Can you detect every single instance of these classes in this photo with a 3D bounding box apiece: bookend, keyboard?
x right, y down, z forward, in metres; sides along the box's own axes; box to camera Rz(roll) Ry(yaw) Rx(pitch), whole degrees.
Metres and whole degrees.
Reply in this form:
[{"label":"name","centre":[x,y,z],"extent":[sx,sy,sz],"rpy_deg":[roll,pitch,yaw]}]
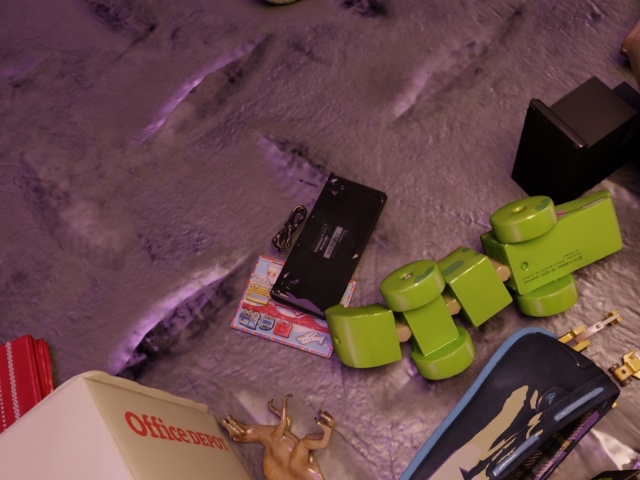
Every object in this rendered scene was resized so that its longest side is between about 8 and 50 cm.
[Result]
[{"label":"bookend","centre":[0.301,-0.126,0.664],"extent":[0.156,0.157,0.072],"rpy_deg":[-35,66,-5]},{"label":"keyboard","centre":[0.000,0.000,0.733],"extent":[0.108,0.023,0.180],"rpy_deg":[21,66,12]}]

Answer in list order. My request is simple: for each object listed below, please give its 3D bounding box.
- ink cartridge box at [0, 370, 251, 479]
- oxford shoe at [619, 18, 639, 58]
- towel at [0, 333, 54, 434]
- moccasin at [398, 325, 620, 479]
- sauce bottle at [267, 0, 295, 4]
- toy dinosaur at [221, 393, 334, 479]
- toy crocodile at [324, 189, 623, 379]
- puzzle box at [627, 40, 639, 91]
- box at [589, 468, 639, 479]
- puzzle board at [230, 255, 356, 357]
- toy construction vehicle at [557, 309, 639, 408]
[{"label":"ink cartridge box","centre":[-0.099,0.322,0.480],"extent":[0.160,0.279,0.385],"rpy_deg":[-37,65,-4]},{"label":"oxford shoe","centre":[0.480,-0.366,0.755],"extent":[0.132,0.130,0.364],"rpy_deg":[19,71,24]},{"label":"towel","centre":[-0.434,0.247,0.710],"extent":[0.274,0.031,0.199],"rpy_deg":[-23,67,2]},{"label":"moccasin","centre":[0.144,0.231,0.540],"extent":[0.117,0.138,0.342],"rpy_deg":[28,78,37]},{"label":"sauce bottle","centre":[-0.089,-0.520,0.936],"extent":[0.111,0.111,0.344],"rpy_deg":[-16,63,3]},{"label":"toy dinosaur","centre":[-0.020,0.225,0.640],"extent":[0.183,0.053,0.093],"rpy_deg":[32,91,29]},{"label":"toy crocodile","centre":[0.167,0.043,0.652],"extent":[0.340,0.105,0.115],"rpy_deg":[-28,106,-3]},{"label":"puzzle box","centre":[0.475,-0.034,0.538],"extent":[0.272,0.052,0.409],"rpy_deg":[-19,93,8]},{"label":"box","centre":[0.231,0.301,0.475],"extent":[0.184,0.045,0.191],"rpy_deg":[-6,74,-39]},{"label":"puzzle board","centre":[-0.033,0.075,0.720],"extent":[0.128,0.011,0.096],"rpy_deg":[15,71,16]},{"label":"toy construction vehicle","centre":[0.285,0.127,0.624],"extent":[0.098,0.035,0.086],"rpy_deg":[-28,65,-2]}]
